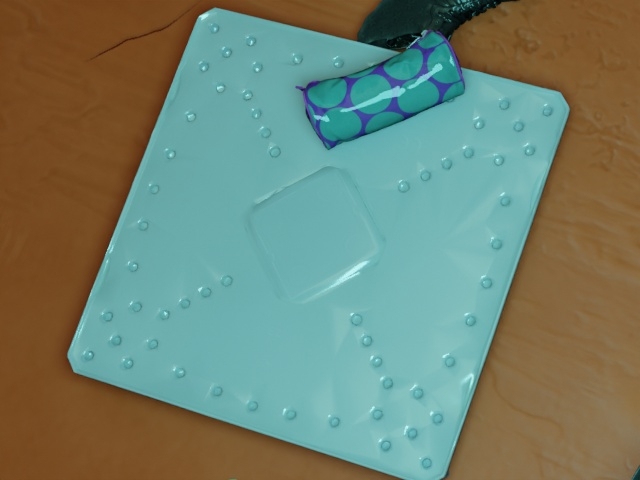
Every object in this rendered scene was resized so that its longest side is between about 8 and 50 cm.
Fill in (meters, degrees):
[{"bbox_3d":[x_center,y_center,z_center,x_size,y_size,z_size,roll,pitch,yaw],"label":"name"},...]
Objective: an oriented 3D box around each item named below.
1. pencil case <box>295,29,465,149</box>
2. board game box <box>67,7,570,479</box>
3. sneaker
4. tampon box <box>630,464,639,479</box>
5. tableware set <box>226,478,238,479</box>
[{"bbox_3d":[0.058,-0.142,1.832,0.152,0.064,0.070,-23,84,6],"label":"pencil case"},{"bbox_3d":[0.000,0.000,1.865,0.390,0.050,0.390,16,78,19],"label":"board game box"},{"bbox_3d":[0.124,-0.220,1.902,0.170,0.051,0.089,5,75,21],"label":"sneaker"},{"bbox_3d":[0.319,0.246,1.641,0.120,0.161,0.101,29,83,23],"label":"tampon box"},{"bbox_3d":[-0.158,0.303,1.818,0.194,0.039,0.128,-16,70,10],"label":"tableware set"}]
